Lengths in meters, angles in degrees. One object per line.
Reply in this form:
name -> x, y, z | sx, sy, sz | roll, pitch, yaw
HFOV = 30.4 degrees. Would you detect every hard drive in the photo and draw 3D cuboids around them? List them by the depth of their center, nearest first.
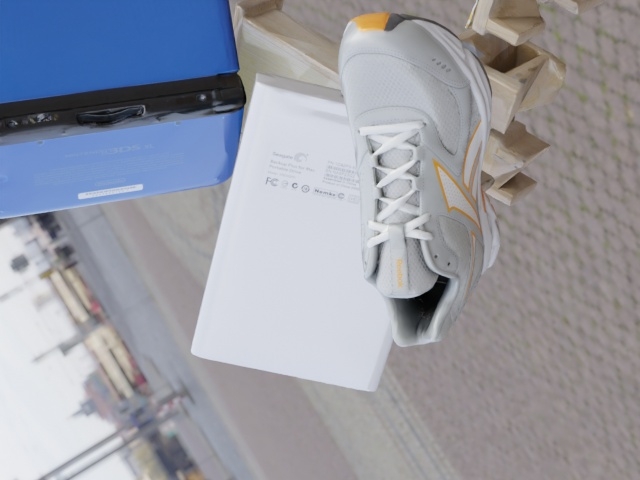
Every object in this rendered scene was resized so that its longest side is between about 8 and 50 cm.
hard drive -> 0.000, 0.000, 1.185 | 0.040, 0.203, 0.308 | -92, 16, -62

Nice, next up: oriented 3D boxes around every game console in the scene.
game console -> -0.241, -0.172, 1.266 | 0.250, 0.293, 0.173 | 107, 151, -59

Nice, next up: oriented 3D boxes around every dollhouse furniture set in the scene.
dollhouse furniture set -> 0.111, -0.203, 1.421 | 0.256, 0.394, 0.362 | 35, 133, 26

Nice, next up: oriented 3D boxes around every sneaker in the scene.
sneaker -> 0.066, -0.030, 0.806 | 0.099, 0.121, 0.262 | 2, 136, 25
